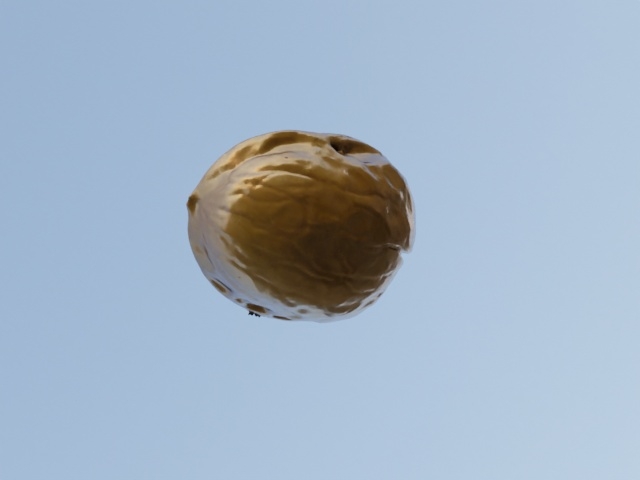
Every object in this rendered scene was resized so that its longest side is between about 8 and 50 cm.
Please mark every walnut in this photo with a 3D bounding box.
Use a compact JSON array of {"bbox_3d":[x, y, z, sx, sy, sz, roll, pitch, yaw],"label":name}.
[{"bbox_3d":[0.000,0.001,0.983,0.211,0.087,0.167,9,-73,-34],"label":"walnut"}]
